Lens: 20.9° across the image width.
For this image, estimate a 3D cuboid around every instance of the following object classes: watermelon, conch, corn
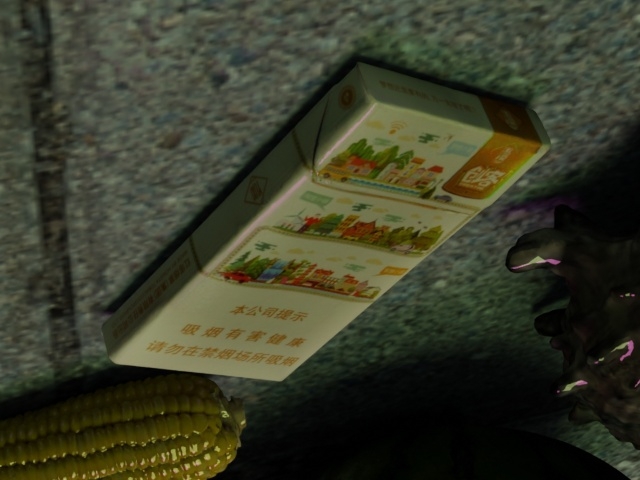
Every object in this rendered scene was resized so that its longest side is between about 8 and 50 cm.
[{"bbox_3d":[0.074,0.215,1.109,0.331,0.189,0.330,-1,145,-1],"label":"watermelon"},{"bbox_3d":[0.254,0.036,0.955,0.313,0.186,0.240,25,122,-24],"label":"conch"},{"bbox_3d":[-0.140,0.122,0.953,0.206,0.067,0.067,-16,149,-4],"label":"corn"}]

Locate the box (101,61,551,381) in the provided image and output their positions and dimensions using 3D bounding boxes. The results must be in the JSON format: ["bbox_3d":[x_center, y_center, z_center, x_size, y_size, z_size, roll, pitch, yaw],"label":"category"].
[{"bbox_3d":[0.000,-0.001,0.866,0.122,0.032,0.220,11,138,-40],"label":"box"}]
